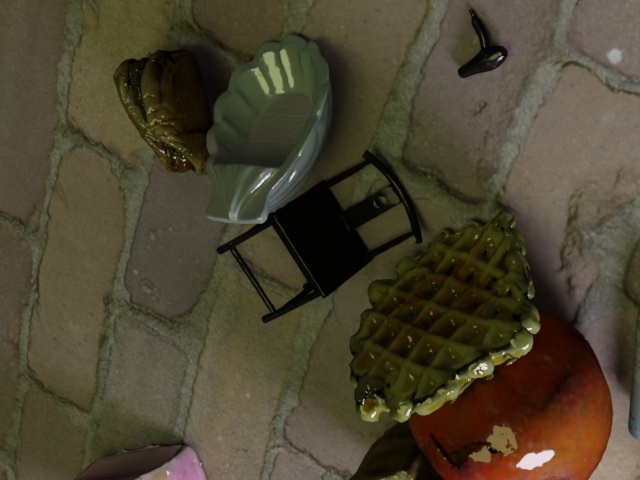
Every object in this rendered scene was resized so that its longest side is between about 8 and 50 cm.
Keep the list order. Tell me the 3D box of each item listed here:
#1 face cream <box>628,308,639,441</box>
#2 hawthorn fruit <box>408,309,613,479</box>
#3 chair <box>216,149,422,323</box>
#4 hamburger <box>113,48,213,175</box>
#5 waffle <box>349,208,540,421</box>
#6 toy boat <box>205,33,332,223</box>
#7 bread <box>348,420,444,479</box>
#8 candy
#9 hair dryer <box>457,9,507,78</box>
[{"bbox_3d":[0.448,0.156,1.617,0.075,0.075,0.229,12,118,29],"label":"face cream"},{"bbox_3d":[0.275,0.252,1.678,0.276,0.276,0.307,-4,136,35],"label":"hawthorn fruit"},{"bbox_3d":[0.000,0.000,1.800,0.260,0.141,0.154,-29,96,43],"label":"chair"},{"bbox_3d":[-0.212,-0.192,1.822,0.130,0.183,0.206,-32,85,6],"label":"hamburger"},{"bbox_3d":[0.163,0.104,1.649,0.297,0.317,0.073,-30,120,26],"label":"waffle"},{"bbox_3d":[-0.065,-0.146,1.734,0.199,0.290,0.100,4,155,40],"label":"toy boat"},{"bbox_3d":[0.158,0.376,1.818,0.238,0.252,0.196,-26,94,35],"label":"bread"},{"bbox_3d":[-0.350,0.457,2.250,0.265,0.155,0.115,-17,98,38],"label":"candy"},{"bbox_3d":[0.202,-0.258,1.608,0.079,0.031,0.083,-20,88,48],"label":"hair dryer"}]
